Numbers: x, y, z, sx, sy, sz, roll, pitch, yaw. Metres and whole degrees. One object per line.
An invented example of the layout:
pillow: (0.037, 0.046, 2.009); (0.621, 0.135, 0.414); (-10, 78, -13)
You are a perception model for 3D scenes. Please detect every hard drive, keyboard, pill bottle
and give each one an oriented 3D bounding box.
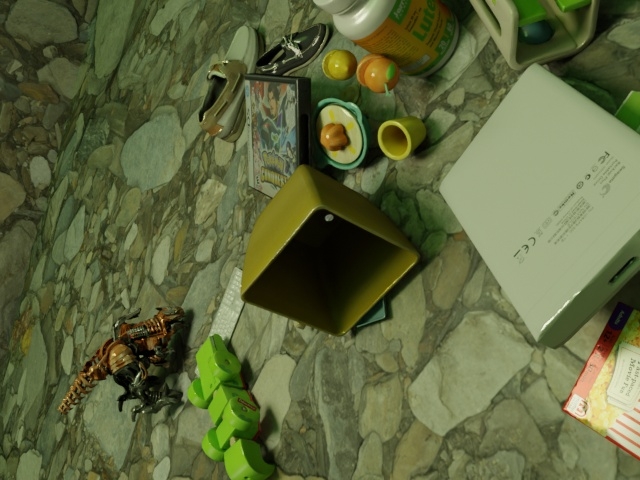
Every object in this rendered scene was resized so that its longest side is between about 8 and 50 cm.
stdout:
hard drive: (0.284, -0.065, 0.788); (0.233, 0.047, 0.353); (-55, 26, 23)
keyboard: (-0.212, 0.188, 1.368); (0.072, 0.014, 0.256); (25, 95, 50)
pill bottle: (0.108, -0.383, 1.043); (0.136, 0.246, 0.136); (-21, 60, 43)

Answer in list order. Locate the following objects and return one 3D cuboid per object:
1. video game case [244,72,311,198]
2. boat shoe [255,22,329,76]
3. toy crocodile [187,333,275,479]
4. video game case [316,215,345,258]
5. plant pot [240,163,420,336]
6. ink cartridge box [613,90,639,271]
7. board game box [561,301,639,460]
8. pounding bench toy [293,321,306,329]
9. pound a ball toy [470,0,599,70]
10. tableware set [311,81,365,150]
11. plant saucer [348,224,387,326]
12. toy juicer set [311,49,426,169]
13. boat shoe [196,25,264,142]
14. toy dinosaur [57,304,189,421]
video game case: (-0.089, -0.206, 1.255); (0.275, 0.035, 0.248); (31, 125, 59)
boat shoe: (-0.067, -0.429, 1.403); (0.206, 0.065, 0.075); (-24, 58, 41)
toy crocodile: (-0.177, 0.320, 1.220); (0.115, 0.105, 0.340); (-56, 37, 18)
video game case: (-0.043, -0.006, 1.242); (0.201, 0.023, 0.183); (-52, 43, 21)
plant pot: (0.000, 0.000, 1.038); (0.212, 0.212, 0.187); (-48, 34, 25)
ink cartridge box: (0.406, -0.048, 0.694); (0.189, 0.097, 0.255); (-60, 23, 14)
board game box: (0.382, 0.173, 0.667); (0.193, 0.045, 0.146); (31, 99, 50)
pounding bench toy: (-0.026, 0.115, 1.152); (0.065, 0.052, 0.083); (-39, 49, 32)
pound a ball toy: (0.247, -0.392, 0.948); (0.208, 0.135, 0.319); (-18, 55, 3)
tableware set: (0.029, -0.243, 1.257); (0.169, 0.020, 0.141); (-20, 61, 42)
plant saucer: (0.083, 0.052, 1.080); (0.067, 0.018, 0.192); (-26, 58, 40)
toy juicer set: (0.024, -0.229, 1.129); (0.329, 0.089, 0.209); (-5, 111, 49)
boat shoe: (-0.223, -0.402, 1.542); (0.113, 0.103, 0.302); (-1, 75, 49)
toy dinosaur: (-0.438, 0.279, 1.420); (0.322, 0.218, 0.164); (-26, 25, -10)
